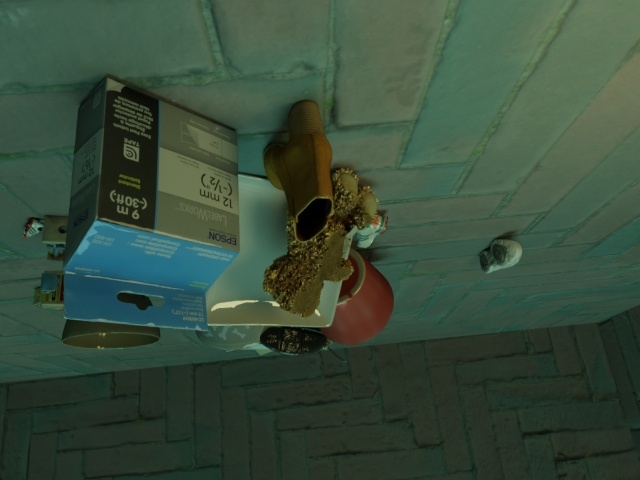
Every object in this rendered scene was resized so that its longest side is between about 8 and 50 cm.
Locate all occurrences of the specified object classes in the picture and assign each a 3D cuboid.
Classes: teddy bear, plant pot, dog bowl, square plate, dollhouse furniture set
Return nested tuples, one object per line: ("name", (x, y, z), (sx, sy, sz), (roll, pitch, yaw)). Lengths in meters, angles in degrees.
("teddy bear", (0.000, 0.000, 1.131), (0.113, 0.338, 0.245), (31, -167, 38))
("plant pot", (-0.652, 0.225, 1.614), (0.283, 0.191, 0.284), (-5, 160, -2))
("plant pot", (0.074, 0.156, 1.576), (0.274, 0.275, 0.243), (-11, 148, 13))
("dog bowl", (-0.189, 0.138, 1.380), (0.348, 0.349, 0.102), (-11, 118, 12))
("square plate", (-0.093, 0.032, 1.185), (0.347, 0.344, 0.049), (6, -167, -29))
("dollhouse furniture set", (-0.582, 0.055, 1.209), (0.128, 0.184, 0.129), (3, 157, -22))

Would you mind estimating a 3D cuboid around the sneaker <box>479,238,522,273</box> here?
("sneaker", (0.607, 0.042, 1.664), (0.115, 0.091, 0.232), (-10, 168, -8))

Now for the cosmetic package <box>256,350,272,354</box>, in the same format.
("cosmetic package", (-0.180, 0.345, 2.069), (0.309, 0.160, 0.113), (-30, -167, 46))

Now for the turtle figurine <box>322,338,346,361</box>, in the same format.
("turtle figurine", (-0.015, 0.339, 2.093), (0.266, 0.275, 0.198), (-13, 124, 27))

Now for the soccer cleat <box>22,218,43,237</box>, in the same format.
("soccer cleat", (-0.672, -0.025, 1.197), (0.035, 0.029, 0.083), (14, 147, -33))

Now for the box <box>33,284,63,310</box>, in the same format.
("box", (-0.817, 0.201, 1.694), (0.087, 0.058, 0.232), (-15, 157, 20))

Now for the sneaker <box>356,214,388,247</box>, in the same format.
("sneaker", (0.118, -0.032, 1.379), (0.075, 0.057, 0.161), (18, 154, -13))

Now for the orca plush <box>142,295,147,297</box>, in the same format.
("orca plush", (-0.531, 0.115, 1.491), (0.287, 0.102, 0.151), (-8, 159, 6))

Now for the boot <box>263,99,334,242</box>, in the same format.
("boot", (-0.045, -0.091, 0.946), (0.104, 0.211, 0.295), (0, 158, -14))

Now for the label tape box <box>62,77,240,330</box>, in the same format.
("label tape box", (-0.255, -0.045, 0.816), (0.115, 0.348, 0.249), (-24, 153, 37))

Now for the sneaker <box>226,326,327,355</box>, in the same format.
("sneaker", (-0.212, 0.322, 1.838), (0.447, 0.169, 0.257), (7, 165, -11))
